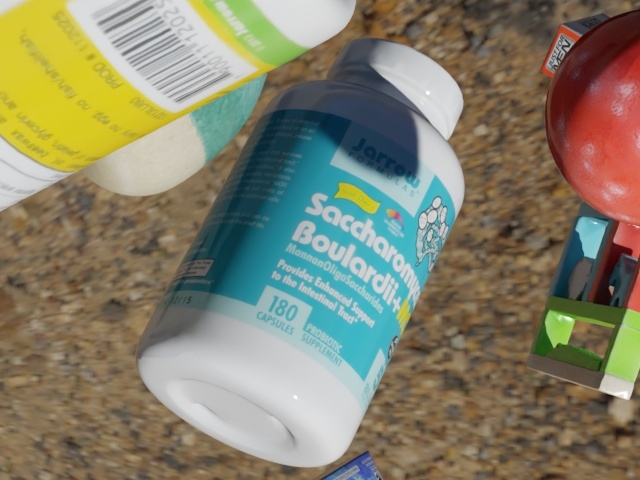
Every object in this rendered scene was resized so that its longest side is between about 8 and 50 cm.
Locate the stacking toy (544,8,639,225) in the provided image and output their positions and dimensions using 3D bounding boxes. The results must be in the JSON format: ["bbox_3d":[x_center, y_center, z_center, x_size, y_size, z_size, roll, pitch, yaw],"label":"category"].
[{"bbox_3d":[0.233,-0.123,0.703,0.330,0.141,0.141,-37,97,-5],"label":"stacking toy"}]

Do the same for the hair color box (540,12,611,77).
[{"bbox_3d":[0.243,-0.115,1.279,0.141,0.043,0.072,36,31,24],"label":"hair color box"}]

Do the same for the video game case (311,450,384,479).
[{"bbox_3d":[0.048,0.383,1.966,0.061,0.269,0.244,-28,85,20],"label":"video game case"}]

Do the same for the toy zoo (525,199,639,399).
[{"bbox_3d":[0.263,-0.017,1.466,0.030,0.192,0.293,20,88,-11],"label":"toy zoo"}]

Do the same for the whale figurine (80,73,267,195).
[{"bbox_3d":[-0.124,-0.138,0.950,0.141,0.272,0.216,-38,123,-10],"label":"whale figurine"}]

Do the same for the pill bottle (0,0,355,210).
[{"bbox_3d":[-0.125,-0.073,0.539,0.246,0.136,0.136,-26,94,13],"label":"pill bottle"}]

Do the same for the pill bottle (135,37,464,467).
[{"bbox_3d":[0.000,0.000,1.099,0.146,0.146,0.264,32,66,-13],"label":"pill bottle"}]
